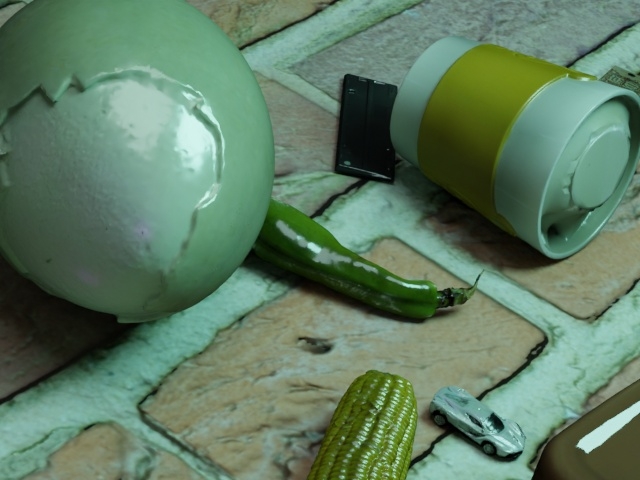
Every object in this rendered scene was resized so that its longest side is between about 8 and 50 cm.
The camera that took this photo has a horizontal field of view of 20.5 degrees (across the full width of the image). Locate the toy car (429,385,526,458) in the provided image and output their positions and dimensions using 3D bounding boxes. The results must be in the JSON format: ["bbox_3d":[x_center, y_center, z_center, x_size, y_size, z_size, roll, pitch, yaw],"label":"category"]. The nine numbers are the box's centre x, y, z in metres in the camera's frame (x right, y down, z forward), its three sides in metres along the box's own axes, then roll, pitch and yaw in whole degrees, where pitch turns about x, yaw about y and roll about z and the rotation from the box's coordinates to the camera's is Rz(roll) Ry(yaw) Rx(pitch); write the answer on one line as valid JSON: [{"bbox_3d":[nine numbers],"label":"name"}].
[{"bbox_3d":[0.141,0.160,1.557,0.093,0.025,0.041,28,38,21],"label":"toy car"}]

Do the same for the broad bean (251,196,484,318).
[{"bbox_3d":[-0.002,0.005,1.707,0.318,0.056,0.098,22,29,3],"label":"broad bean"}]

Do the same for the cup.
[{"bbox_3d":[0.214,-0.100,1.847,0.226,0.185,0.241,29,3,30],"label":"cup"}]

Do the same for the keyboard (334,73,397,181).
[{"bbox_3d":[0.051,-0.126,1.943,0.067,0.011,0.202,12,35,-5],"label":"keyboard"}]

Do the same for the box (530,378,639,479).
[{"bbox_3d":[0.302,0.279,1.266,0.339,0.229,0.239,36,40,28],"label":"box"}]

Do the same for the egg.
[{"bbox_3d":[-0.176,-0.074,1.554,0.278,0.278,0.336,1,29,-17],"label":"egg"}]

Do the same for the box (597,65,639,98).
[{"bbox_3d":[0.355,-0.176,2.104,0.053,0.024,0.083,27,38,18],"label":"box"}]

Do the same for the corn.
[{"bbox_3d":[0.032,0.183,1.442,0.080,0.080,0.231,16,36,3],"label":"corn"}]
